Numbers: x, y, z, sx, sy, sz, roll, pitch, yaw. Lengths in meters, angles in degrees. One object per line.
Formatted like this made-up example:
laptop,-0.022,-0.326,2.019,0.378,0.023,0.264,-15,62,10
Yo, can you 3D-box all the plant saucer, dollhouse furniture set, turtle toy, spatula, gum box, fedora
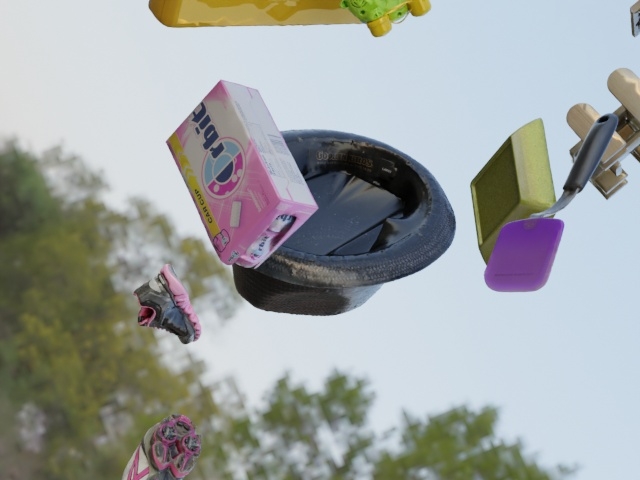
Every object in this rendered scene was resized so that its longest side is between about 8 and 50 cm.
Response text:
plant saucer,0.286,-0.070,2.608,0.188,0.045,0.188,128,-33,-46
dollhouse furniture set,0.443,-0.212,2.466,0.161,0.242,0.212,50,0,17
turtle toy,0.075,-0.277,1.806,0.095,0.130,0.066,65,-12,-13
spatula,0.261,-0.048,1.849,0.084,0.296,0.030,-4,-55,39
gum box,-0.087,-0.069,1.866,0.107,0.062,0.188,-45,-125,28
fedora,0.000,0.000,2.132,0.334,0.334,0.152,58,-34,42

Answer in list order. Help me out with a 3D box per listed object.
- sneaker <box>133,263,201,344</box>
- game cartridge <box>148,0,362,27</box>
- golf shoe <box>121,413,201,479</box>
sneaker,-0.156,0.072,1.698,0.047,0.057,0.119,51,-13,33
game cartridge,-0.016,-0.374,1.790,0.052,0.285,0.323,52,-44,39
golf shoe,-0.187,0.281,1.849,0.067,0.186,0.086,35,-40,-17
